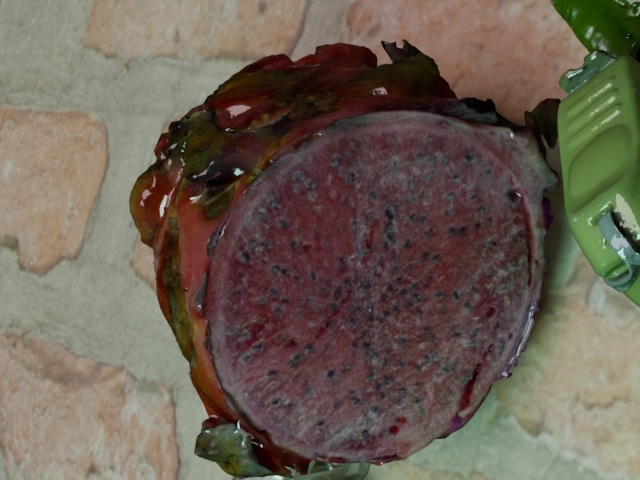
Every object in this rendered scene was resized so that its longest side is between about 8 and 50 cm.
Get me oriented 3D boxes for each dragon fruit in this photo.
[{"bbox_3d":[0.000,0.000,1.332,0.263,0.314,0.296,32,131,59],"label":"dragon fruit"}]

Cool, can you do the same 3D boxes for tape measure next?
[{"bbox_3d":[0.224,-0.021,1.163,0.087,0.154,0.177,-35,30,33],"label":"tape measure"}]

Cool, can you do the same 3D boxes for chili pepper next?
[{"bbox_3d":[0.151,-0.246,1.328,0.085,0.076,0.359,-44,58,8],"label":"chili pepper"}]

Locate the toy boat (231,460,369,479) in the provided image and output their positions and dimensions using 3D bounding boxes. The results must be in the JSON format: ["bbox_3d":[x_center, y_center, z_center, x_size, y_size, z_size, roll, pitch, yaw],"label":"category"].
[{"bbox_3d":[-0.040,0.280,1.403,0.141,0.141,0.269,26,104,44],"label":"toy boat"}]
